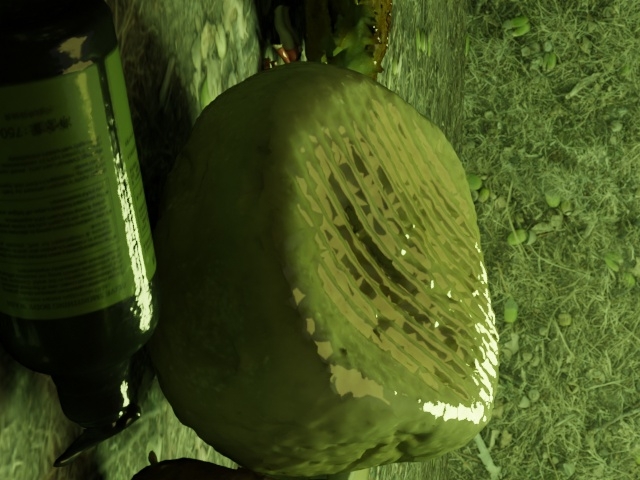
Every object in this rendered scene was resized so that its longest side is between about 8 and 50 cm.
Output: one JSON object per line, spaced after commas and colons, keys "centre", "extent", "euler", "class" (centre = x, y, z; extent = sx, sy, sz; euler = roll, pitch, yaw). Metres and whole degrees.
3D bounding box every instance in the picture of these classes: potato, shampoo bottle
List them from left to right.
{"centre": [-0.149, 0.001, 0.690], "extent": [0.101, 0.101, 0.284], "euler": [-66, 154, -57], "class": "shampoo bottle"}
{"centre": [-0.093, 0.188, 0.874], "extent": [0.172, 0.100, 0.089], "euler": [-15, 110, -28], "class": "potato"}

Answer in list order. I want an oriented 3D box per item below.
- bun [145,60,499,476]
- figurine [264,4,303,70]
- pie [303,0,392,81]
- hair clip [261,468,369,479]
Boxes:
{"centre": [-0.011, 0.038, 0.969], "extent": [0.349, 0.227, 0.352], "euler": [54, 37, -27], "class": "bun"}
{"centre": [-0.036, -0.190, 1.243], "extent": [0.064, 0.047, 0.109], "euler": [-13, 96, -68], "class": "figurine"}
{"centre": [0.024, -0.309, 1.295], "extent": [0.355, 0.102, 0.288], "euler": [-69, 154, -82], "class": "pie"}
{"centre": [0.012, 0.240, 1.361], "extent": [0.282, 0.113, 0.173], "euler": [33, 60, -75], "class": "hair clip"}
